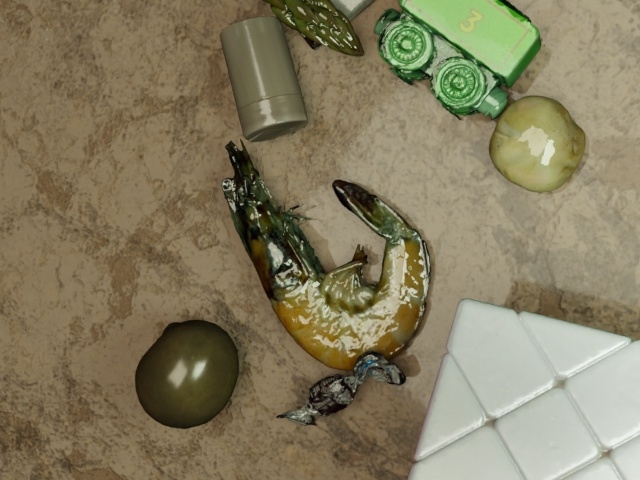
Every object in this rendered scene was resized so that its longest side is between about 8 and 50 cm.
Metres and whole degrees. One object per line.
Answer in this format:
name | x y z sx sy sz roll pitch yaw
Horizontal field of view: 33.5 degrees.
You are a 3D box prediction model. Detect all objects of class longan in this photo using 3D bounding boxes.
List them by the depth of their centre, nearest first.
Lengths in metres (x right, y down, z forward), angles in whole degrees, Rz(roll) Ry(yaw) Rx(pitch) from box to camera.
longan | -0.220 0.220 1.756 0.189 0.189 0.189 0 91 18

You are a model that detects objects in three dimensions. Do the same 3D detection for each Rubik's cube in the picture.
Rubik's cube | 0.316 0.295 1.467 0.322 0.316 0.318 13 74 16

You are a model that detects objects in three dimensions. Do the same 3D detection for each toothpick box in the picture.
toothpick box | -0.093 -0.262 1.737 0.111 0.111 0.180 -16 85 17

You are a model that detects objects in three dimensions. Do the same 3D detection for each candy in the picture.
candy | 0.031 0.249 1.707 0.226 0.051 0.094 -29 124 23

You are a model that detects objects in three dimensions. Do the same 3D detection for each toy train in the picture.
toy train | 0.208 -0.304 1.634 0.243 0.132 0.188 37 96 12

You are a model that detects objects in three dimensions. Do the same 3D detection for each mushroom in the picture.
mushroom | 0.326 -0.145 1.604 0.148 0.112 0.148 1 93 17

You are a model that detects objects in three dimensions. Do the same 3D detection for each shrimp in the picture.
shrimp | 0.000 0.000 1.726 0.272 0.085 0.445 -38 83 12

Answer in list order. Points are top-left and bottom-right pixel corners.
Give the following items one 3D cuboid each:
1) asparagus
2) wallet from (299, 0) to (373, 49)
asparagus | -0.044 -0.384 1.696 0.287 0.080 0.080 39 102 2
wallet | -0.011 -0.479 1.735 0.221 0.071 0.262 -38 86 14
